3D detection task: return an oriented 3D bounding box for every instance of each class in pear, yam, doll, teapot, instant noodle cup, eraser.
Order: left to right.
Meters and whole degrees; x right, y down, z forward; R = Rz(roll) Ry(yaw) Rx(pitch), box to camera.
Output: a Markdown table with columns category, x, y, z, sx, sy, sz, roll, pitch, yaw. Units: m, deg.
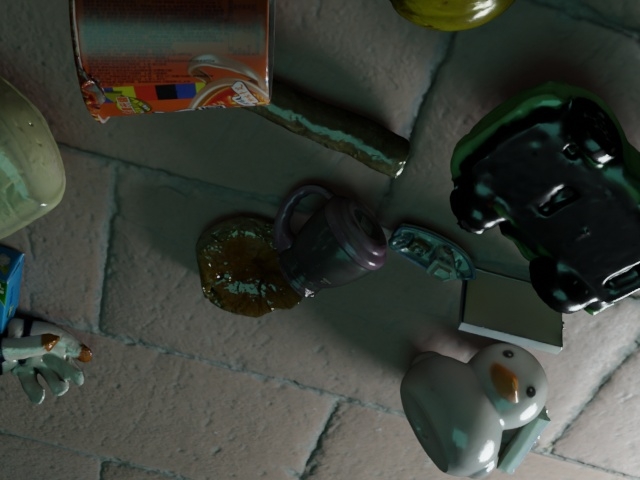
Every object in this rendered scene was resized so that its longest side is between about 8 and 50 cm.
| category | x | y | z | sx | sy | sz | roll | pitch | yaw |
| --- | --- | --- | --- | --- | --- | --- | --- | --- | --- |
| instant noodle cup | -0.147 | -0.248 | 0.945 | 0.192 | 0.250 | 0.250 | 2 | 133 | -1 |
| yam | -0.013 | -0.156 | 1.113 | 0.274 | 0.061 | 0.061 | 23 | 132 | -8 |
| teapot | 0.000 | 0.006 | 1.208 | 0.146 | 0.116 | 0.148 | -37 | 111 | 24 |
| pear | 0.136 | -0.291 | 0.899 | 0.162 | 0.149 | 0.149 | -11 | 129 | 15 |
| doll | 0.247 | 0.251 | 1.370 | 0.221 | 0.221 | 0.251 | 13 | 156 | 0 |
| eraser | 0.277 | 0.099 | 1.257 | 0.150 | 0.104 | 0.023 | 15 | 141 | -2 |

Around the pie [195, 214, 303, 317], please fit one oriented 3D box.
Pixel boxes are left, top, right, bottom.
| category | x | y | z | sx | sy | sz | roll | pitch | yaw |
| --- | --- | --- | --- | --- | --- | --- | --- | --- | --- |
| pie | -0.099 | 0.044 | 1.323 | 0.195 | 0.046 | 0.195 | 4 | 133 | 4 |

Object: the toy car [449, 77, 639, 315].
| category | x | y | z | sx | sy | sz | roll | pitch | yaw |
| --- | --- | --- | --- | --- | --- | --- | --- | --- | --- |
| toy car | 0.332 | -0.046 | 1.072 | 0.358 | 0.176 | 0.213 | 40 | 130 | -16 |

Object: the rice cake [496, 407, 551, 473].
| category | x | y | z | sx | sy | sz | roll | pitch | yaw |
| --- | --- | --- | --- | --- | --- | --- | --- | --- | --- |
| rice cake | 0.357 | 0.353 | 1.520 | 0.042 | 0.030 | 0.180 | 19 | 133 | 1 |

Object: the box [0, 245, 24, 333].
| category | x | y | z | sx | sy | sz | roll | pitch | yaw |
| --- | --- | --- | --- | --- | --- | --- | --- | --- | --- |
| box | -0.594 | 0.058 | 1.421 | 0.194 | 0.073 | 0.139 | 19 | 133 | -6 |

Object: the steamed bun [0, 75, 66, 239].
| category | x | y | z | sx | sy | sz | roll | pitch | yaw |
| --- | --- | --- | --- | --- | --- | --- | --- | --- | --- |
| steamed bun | -0.463 | -0.129 | 1.168 | 0.200 | 0.155 | 0.250 | -30 | 113 | 29 |

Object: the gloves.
| category | x | y | z | sx | sy | sz | roll | pitch | yaw |
| --- | --- | --- | --- | --- | --- | --- | --- | --- | --- |
| gloves | -0.513 | 0.196 | 1.513 | 0.218 | 0.131 | 0.140 | -6 | 124 | -18 |

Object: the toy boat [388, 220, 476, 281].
| category | x | y | z | sx | sy | sz | roll | pitch | yaw |
| --- | --- | --- | --- | --- | --- | --- | --- | --- | --- |
| toy boat | 0.163 | 0.024 | 1.236 | 0.140 | 0.066 | 0.059 | 26 | 128 | -13 |
